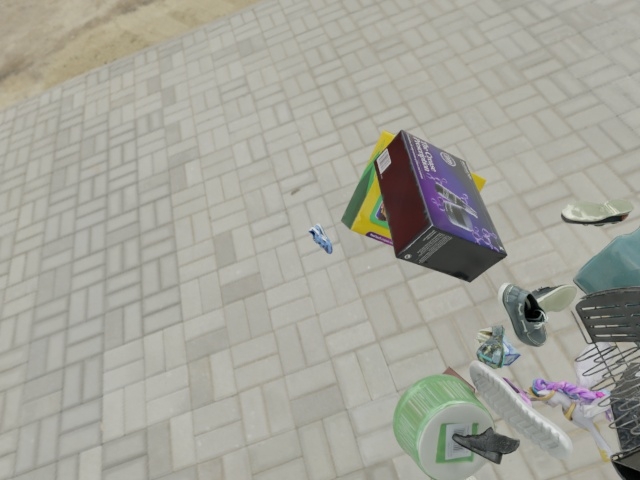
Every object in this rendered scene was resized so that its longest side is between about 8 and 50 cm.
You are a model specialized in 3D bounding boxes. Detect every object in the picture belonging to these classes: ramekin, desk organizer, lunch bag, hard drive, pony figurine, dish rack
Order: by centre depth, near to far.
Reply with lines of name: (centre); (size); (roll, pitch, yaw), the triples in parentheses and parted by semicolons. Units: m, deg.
dish rack: (0.423, 0.193, 0.526); (0.074, 0.208, 0.272); (-21, 80, -13)
hard drive: (0.759, 0.484, 0.965); (0.064, 0.236, 0.339); (-16, 87, 47)
ramekin: (0.396, 0.598, 1.327); (0.303, 0.303, 0.148); (-35, 13, -6)
pony figurine: (0.962, 0.567, 1.468); (0.363, 0.351, 0.303); (37, 35, 3)
desk organizer: (0.543, 0.567, 1.662); (0.050, 0.047, 0.130); (-37, 51, -18)
lunch bag: (0.748, 0.455, 1.783); (0.151, 0.096, 0.129); (9, 35, -28)

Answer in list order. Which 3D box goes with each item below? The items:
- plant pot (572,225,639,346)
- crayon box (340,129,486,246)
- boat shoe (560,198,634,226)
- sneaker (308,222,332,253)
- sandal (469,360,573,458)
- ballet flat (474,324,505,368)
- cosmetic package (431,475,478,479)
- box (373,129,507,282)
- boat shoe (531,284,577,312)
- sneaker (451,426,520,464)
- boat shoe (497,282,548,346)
plant pot: (0.603, 0.089, 0.613); (0.341, 0.341, 0.334); (-38, 63, -7)
crayon box: (0.295, -0.129, 1.340); (0.313, 0.362, 0.106); (-65, 22, 12)
boat shoe: (0.502, -0.046, 0.770); (0.136, 0.043, 0.049); (-8, 56, -9)
sneaker: (0.000, 0.000, 1.767); (0.059, 0.053, 0.144); (-25, 76, -30)
sandal: (0.721, 0.599, 1.528); (0.102, 0.170, 0.416); (-23, 48, -26)
ballet flat: (0.381, 0.228, 0.945); (0.070, 0.188, 0.070); (2, 95, 23)
cosmetic package: (0.403, 0.900, 1.408); (0.296, 0.129, 0.153); (-22, 48, -28)
box: (0.221, -0.070, 0.809); (0.103, 0.184, 0.261); (-47, 35, 38)
boat shoe: (0.957, 0.254, 1.810); (0.339, 0.127, 0.113); (-20, 26, -21)
sneaker: (0.476, 0.577, 1.211); (0.170, 0.051, 0.089); (17, 66, 34)
boat shoe: (0.724, 0.272, 1.451); (0.116, 0.319, 0.099); (-49, 26, -19)
